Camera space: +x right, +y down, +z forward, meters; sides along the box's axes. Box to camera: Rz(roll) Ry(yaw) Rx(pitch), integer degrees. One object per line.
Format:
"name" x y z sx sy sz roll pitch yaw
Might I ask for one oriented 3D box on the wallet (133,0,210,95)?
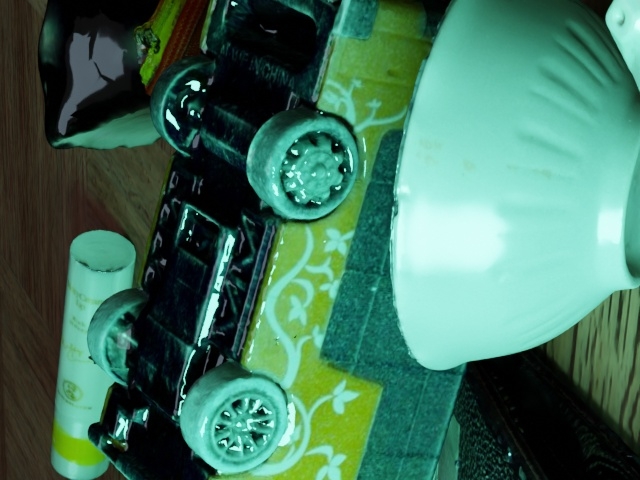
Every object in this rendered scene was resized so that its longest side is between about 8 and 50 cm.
"wallet" -0.013 -0.145 1.076 0.241 0.141 0.067 122 140 -59

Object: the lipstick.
"lipstick" -0.203 0.105 1.746 0.059 0.059 0.264 -120 31 -42

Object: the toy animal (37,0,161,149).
"toy animal" -0.110 -0.184 1.271 0.187 0.165 0.235 153 109 -65

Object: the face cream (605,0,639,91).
"face cream" 0.203 0.043 0.668 0.102 0.102 0.345 110 145 -50

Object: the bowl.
"bowl" 0.105 -0.028 0.862 0.086 0.189 0.189 10 114 23

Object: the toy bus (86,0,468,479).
"toy bus" 0.000 0.000 0.991 0.138 0.167 0.275 31 110 54

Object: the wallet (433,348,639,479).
"wallet" 0.113 0.186 1.002 0.262 0.071 0.221 -124 30 -58
